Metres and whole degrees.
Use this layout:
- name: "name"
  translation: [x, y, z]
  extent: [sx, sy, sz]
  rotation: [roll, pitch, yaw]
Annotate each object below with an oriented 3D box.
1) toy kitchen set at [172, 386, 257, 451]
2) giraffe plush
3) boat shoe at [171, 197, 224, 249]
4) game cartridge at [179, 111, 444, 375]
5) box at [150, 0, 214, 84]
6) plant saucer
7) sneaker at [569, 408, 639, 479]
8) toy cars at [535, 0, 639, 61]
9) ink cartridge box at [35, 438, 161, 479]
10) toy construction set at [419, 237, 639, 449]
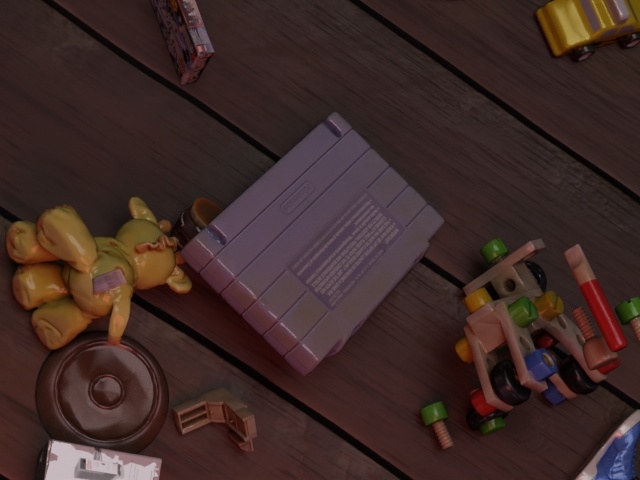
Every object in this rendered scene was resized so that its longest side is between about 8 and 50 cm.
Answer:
- name: "toy kitchen set"
  translation: [-0.128, 0.240, 1.915]
  extent: [0.075, 0.083, 0.068]
  rotation: [-21, 121, -25]
- name: "giraffe plush"
  translation: [-0.258, 0.027, 1.898]
  extent: [0.170, 0.210, 0.181]
  rotation: [-27, 114, -49]
- name: "boat shoe"
  translation: [-0.106, 0.038, 1.995]
  extent: [0.207, 0.073, 0.073]
  rotation: [46, 33, 5]
- name: "game cartridge"
  translation: [0.000, 0.000, 2.003]
  extent: [0.230, 0.068, 0.355]
  rotation: [48, 45, -3]
- name: "box"
  translation: [-0.188, -0.291, 2.070]
  extent: [0.027, 0.094, 0.137]
  rotation: [-16, 77, -23]
- name: "plant saucer"
  translation: [-0.267, 0.189, 1.902]
  extent: [0.168, 0.029, 0.168]
  rotation: [6, 69, -17]
- name: "sneaker"
  translation: [0.411, 0.306, 2.083]
  extent: [0.084, 0.058, 0.152]
  rotation: [42, 67, 5]
- name: "toy cars"
  translation: [0.334, -0.386, 2.295]
  extent: [0.393, 0.087, 0.176]
  rotation: [24, 64, -10]
- name: "ink cartridge box"
  translation: [-0.267, 0.283, 1.828]
  extent: [0.135, 0.099, 0.056]
  rotation: [12, 68, -14]
- name: "toy construction set"
  translation: [0.272, 0.087, 1.996]
  extent: [0.257, 0.309, 0.237]
  rotation: [-13, 71, -32]
